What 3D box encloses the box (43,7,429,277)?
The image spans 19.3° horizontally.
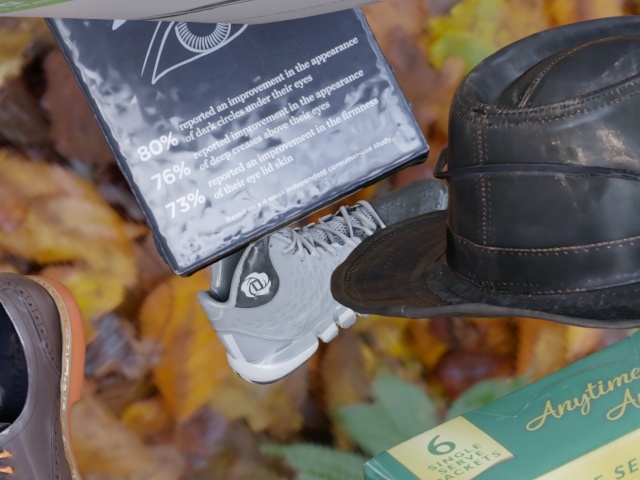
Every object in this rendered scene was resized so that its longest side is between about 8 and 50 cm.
[{"bbox_3d":[-0.055,-0.103,1.018,0.153,0.108,0.207,-26,90,-2],"label":"box"}]

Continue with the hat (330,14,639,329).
[{"bbox_3d":[0.161,-0.051,1.024,0.331,0.331,0.134,-17,104,-39],"label":"hat"}]

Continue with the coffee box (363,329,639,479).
[{"bbox_3d":[0.082,0.117,0.491,0.113,0.040,0.184,-21,117,-20],"label":"coffee box"}]

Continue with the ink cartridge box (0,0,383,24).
[{"bbox_3d":[-0.046,-0.176,0.613,0.273,0.115,0.198,-13,92,-69],"label":"ink cartridge box"}]

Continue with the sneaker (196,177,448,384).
[{"bbox_3d":[0.000,0.000,1.473,0.228,0.086,0.132,-41,125,-12],"label":"sneaker"}]

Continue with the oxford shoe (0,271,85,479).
[{"bbox_3d":[-0.207,0.155,1.223,0.098,0.097,0.271,20,63,-71],"label":"oxford shoe"}]
